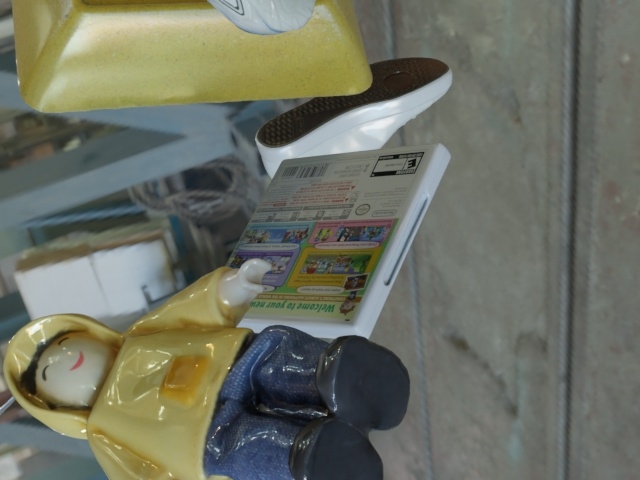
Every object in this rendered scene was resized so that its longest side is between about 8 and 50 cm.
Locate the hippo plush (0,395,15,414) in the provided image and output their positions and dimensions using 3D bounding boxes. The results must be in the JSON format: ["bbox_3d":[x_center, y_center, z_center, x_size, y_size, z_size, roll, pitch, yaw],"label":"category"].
[{"bbox_3d":[-0.467,0.226,1.110,0.236,0.294,0.234,35,165,-31],"label":"hippo plush"}]

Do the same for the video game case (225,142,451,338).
[{"bbox_3d":[0.000,0.000,0.989,0.212,0.193,0.023,-1,144,46],"label":"video game case"}]

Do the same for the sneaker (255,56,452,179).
[{"bbox_3d":[0.053,-0.155,1.503,0.106,0.290,0.123,54,166,48],"label":"sneaker"}]

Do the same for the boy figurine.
[{"bbox_3d":[-0.083,0.089,0.682,0.285,0.177,0.092,7,158,37],"label":"boy figurine"}]

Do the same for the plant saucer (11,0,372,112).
[{"bbox_3d":[-0.130,-0.290,1.044,0.081,0.332,0.333,114,148,-61],"label":"plant saucer"}]

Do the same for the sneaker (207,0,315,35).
[{"bbox_3d":[-0.090,-0.233,0.760,0.086,0.085,0.237,4,145,39],"label":"sneaker"}]
